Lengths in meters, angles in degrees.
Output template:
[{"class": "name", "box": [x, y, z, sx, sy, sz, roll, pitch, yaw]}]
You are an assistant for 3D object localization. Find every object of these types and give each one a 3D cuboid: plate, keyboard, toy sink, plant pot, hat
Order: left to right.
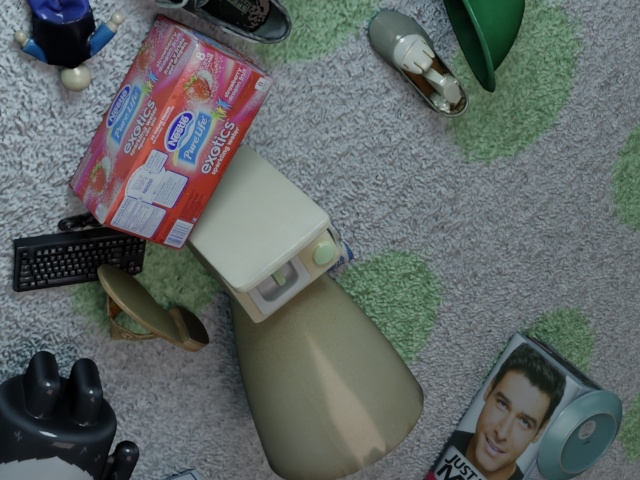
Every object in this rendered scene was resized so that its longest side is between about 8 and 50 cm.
[{"class": "keyboard", "box": [-0.314, 0.013, 1.610, 0.180, 0.023, 0.108, -9, 122, -31]}, {"class": "toy sink", "box": [-0.078, 0.004, 1.623, 0.153, 0.234, 0.131, -40, 132, -9]}, {"class": "plant pot", "box": [-0.017, 0.164, 1.785, 0.256, 0.256, 0.274, -32, 114, -14]}, {"class": "hat", "box": [0.277, -0.330, 1.681, 0.183, 0.208, 0.173, -22, 160, -1]}, {"class": "plate", "box": [0.449, 0.339, 2.083, 0.188, 0.024, 0.188, -18, 127, -25]}]

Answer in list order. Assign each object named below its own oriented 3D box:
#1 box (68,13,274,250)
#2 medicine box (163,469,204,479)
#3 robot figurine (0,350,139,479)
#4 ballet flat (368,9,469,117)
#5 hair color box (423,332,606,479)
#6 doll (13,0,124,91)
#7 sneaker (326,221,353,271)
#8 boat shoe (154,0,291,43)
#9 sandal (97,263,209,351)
[{"class": "box", "box": [-0.189, -0.135, 1.535, 0.128, 0.122, 0.257, 20, 105, -41]}, {"class": "medicine box", "box": [-0.240, 0.505, 1.783, 0.263, 0.289, 0.149, -13, 122, -28]}, {"class": "robot figurine", "box": [-0.373, 0.291, 1.636, 0.278, 0.209, 0.173, -68, 165, 18]}, {"class": "ballet flat", "box": [0.148, -0.249, 1.734, 0.072, 0.068, 0.213, -48, 133, 0]}, {"class": "hair color box", "box": [0.337, 0.374, 2.170, 0.113, 0.185, 0.374, 21, 104, -40]}, {"class": "doll", "box": [-0.296, -0.258, 1.433, 0.129, 0.046, 0.189, -8, 126, -9]}, {"class": "sneaker", "box": [0.000, 0.000, 1.800, 0.058, 0.052, 0.135, -37, 132, -4]}, {"class": "boat shoe", "box": [-0.156, -0.320, 1.455, 0.113, 0.105, 0.306, -52, 133, 4]}, {"class": "sandal", "box": [-0.250, 0.115, 1.678, 0.079, 0.088, 0.240, -35, 144, 14]}]
